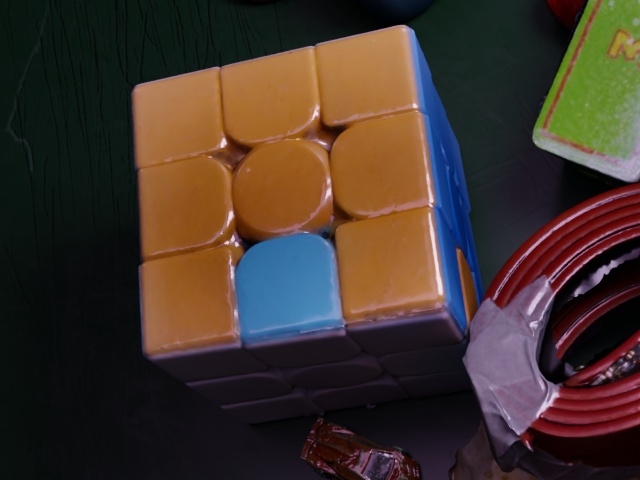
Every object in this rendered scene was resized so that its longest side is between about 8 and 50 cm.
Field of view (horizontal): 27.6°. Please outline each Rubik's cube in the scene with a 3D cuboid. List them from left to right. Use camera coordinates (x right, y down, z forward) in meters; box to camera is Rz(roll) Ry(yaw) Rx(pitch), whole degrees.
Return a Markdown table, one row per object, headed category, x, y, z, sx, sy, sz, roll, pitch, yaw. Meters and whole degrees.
| category | x | y | z | sx | sy | sz | roll | pitch | yaw |
| --- | --- | --- | --- | --- | --- | --- | --- | --- | --- |
| Rubik's cube | 0.000 | 0.000 | 1.307 | 0.291 | 0.290 | 0.291 | -11 | 68 | 12 |

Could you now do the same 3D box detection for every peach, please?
| category | x | y | z | sx | sy | sz | roll | pitch | yaw |
| --- | --- | --- | --- | --- | --- | --- | --- | --- | --- |
| peach | 0.297 | -0.277 | 1.430 | 0.101 | 0.100 | 0.100 | -5 | 69 | 14 |

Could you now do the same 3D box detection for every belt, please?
| category | x | y | z | sx | sy | sz | roll | pitch | yaw |
| --- | --- | --- | --- | --- | --- | --- | --- | --- | --- |
| belt | 0.270 | 0.086 | 1.186 | 0.324 | 0.115 | 0.227 | -35 | 52 | -9 |

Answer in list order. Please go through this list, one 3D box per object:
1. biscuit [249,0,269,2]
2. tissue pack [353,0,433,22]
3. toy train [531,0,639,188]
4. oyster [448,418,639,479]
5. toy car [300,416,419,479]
| category | x | y | z | sx | sy | sz | roll | pitch | yaw |
| --- | --- | --- | --- | --- | --- | --- | --- | --- | --- |
| biscuit | -0.074 | -0.401 | 1.616 | 0.180 | 0.039 | 0.236 | -9 | 69 | 11 |
| tissue pack | 0.110 | -0.408 | 1.474 | 0.287 | 0.206 | 0.198 | -41 | 64 | -3 |
| toy train | 0.373 | -0.169 | 1.308 | 0.249 | 0.173 | 0.307 | 26 | 97 | 26 |
| oyster | 0.290 | 0.248 | 1.218 | 0.337 | 0.133 | 0.197 | -2 | 72 | 10 |
| toy car | 0.042 | 0.229 | 1.350 | 0.122 | 0.035 | 0.059 | 20 | 73 | 24 |
